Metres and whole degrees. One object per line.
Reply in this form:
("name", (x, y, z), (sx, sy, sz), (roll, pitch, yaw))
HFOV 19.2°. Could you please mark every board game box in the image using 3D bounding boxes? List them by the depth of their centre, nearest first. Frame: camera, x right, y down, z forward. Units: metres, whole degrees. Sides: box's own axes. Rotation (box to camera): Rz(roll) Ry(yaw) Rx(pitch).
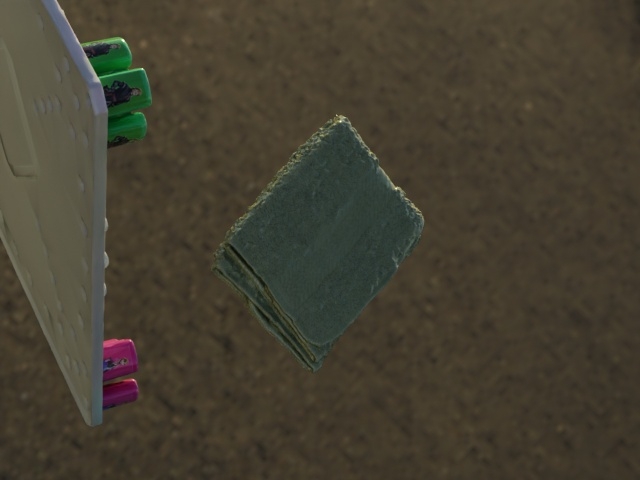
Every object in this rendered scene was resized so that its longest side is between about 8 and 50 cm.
("board game box", (-0.229, -0.111, 1.521), (0.050, 0.390, 0.390), (-16, 53, -20))

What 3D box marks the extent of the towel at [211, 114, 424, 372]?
("towel", (0.000, 0.000, 1.213), (0.110, 0.027, 0.148), (52, 57, -20))
